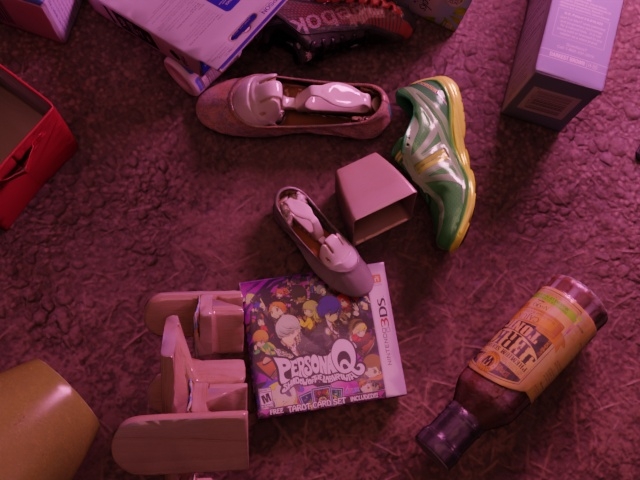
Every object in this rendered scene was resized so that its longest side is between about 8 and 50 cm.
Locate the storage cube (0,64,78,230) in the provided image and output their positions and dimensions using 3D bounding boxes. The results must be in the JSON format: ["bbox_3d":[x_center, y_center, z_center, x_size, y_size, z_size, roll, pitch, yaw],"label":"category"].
[{"bbox_3d":[-0.498,-0.151,1.230,0.215,0.193,0.184,37,78,2],"label":"storage cube"}]

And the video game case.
[{"bbox_3d":[0.002,0.152,1.287,0.232,0.042,0.210,-7,78,-6],"label":"video game case"}]

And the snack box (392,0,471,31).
[{"bbox_3d":[0.173,-0.437,1.332,0.174,0.207,0.070,25,78,0],"label":"snack box"}]

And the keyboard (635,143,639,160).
[{"bbox_3d":[0.628,-0.144,1.406,0.180,0.023,0.108,30,78,1],"label":"keyboard"}]

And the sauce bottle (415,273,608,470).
[{"bbox_3d":[0.286,0.201,1.265,0.111,0.111,0.344,45,78,5],"label":"sauce bottle"}]

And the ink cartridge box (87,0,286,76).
[{"bbox_3d":[-0.208,-0.367,1.302,0.332,0.065,0.165,35,77,27],"label":"ink cartridge box"}]

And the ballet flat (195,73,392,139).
[{"bbox_3d":[-0.041,-0.221,1.324,0.316,0.106,0.108,0,79,-4],"label":"ballet flat"}]

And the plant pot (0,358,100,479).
[{"bbox_3d":[-0.452,0.308,1.128,0.275,0.275,0.293,44,63,4],"label":"plant pot"}]

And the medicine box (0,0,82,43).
[{"bbox_3d":[-0.491,-0.502,1.322,0.263,0.149,0.289,18,79,-1],"label":"medicine box"}]

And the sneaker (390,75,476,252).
[{"bbox_3d":[0.174,-0.117,1.329,0.123,0.109,0.296,-5,71,-2],"label":"sneaker"}]

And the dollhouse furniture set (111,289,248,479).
[{"bbox_3d":[-0.224,0.303,1.093,0.256,0.362,0.394,-1,109,-6],"label":"dollhouse furniture set"}]

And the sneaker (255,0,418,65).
[{"bbox_3d":[0.017,-0.341,1.357,0.276,0.097,0.135,8,78,-1],"label":"sneaker"}]

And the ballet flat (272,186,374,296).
[{"bbox_3d":[0.000,0.000,1.278,0.072,0.068,0.213,-36,68,-19],"label":"ballet flat"}]

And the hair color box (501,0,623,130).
[{"bbox_3d":[0.409,-0.389,1.352,0.113,0.185,0.375,16,78,-1],"label":"hair color box"}]

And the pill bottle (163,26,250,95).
[{"bbox_3d":[-0.177,-0.303,1.344,0.078,0.078,0.137,44,79,4],"label":"pill bottle"}]

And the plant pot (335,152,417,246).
[{"bbox_3d":[0.076,-0.071,1.309,0.109,0.109,0.096,-26,71,-9],"label":"plant pot"}]
